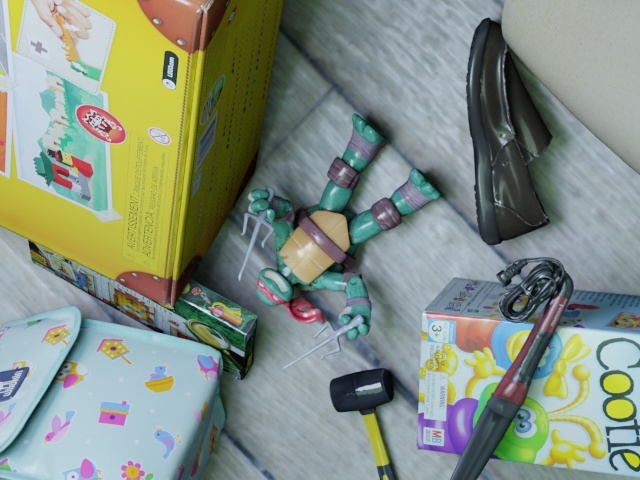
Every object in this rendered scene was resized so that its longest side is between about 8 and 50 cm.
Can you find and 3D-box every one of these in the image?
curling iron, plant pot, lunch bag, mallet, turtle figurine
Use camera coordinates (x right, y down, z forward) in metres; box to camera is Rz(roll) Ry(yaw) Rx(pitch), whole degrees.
[{"bbox_3d":[0.161,0.136,1.818,0.068,0.035,0.274,23,107,15],"label":"curling iron"},{"bbox_3d":[0.307,-0.173,1.767,0.274,0.256,0.257,30,109,24],"label":"plant pot"},{"bbox_3d":[-0.251,0.193,1.993,0.262,0.223,0.160,16,140,10],"label":"lunch bag"},{"bbox_3d":[0.053,0.222,2.025,0.062,0.039,0.190,-5,105,16],"label":"mallet"},{"bbox_3d":[0.000,0.000,1.946,0.175,0.118,0.234,41,95,-11],"label":"turtle figurine"}]

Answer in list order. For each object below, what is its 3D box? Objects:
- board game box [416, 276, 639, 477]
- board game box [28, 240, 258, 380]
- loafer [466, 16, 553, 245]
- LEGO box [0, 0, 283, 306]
[{"bbox_3d":[0.243,0.131,1.888,0.275,0.144,0.142,5,104,16],"label":"board game box"},{"bbox_3d":[-0.183,0.048,2.009,0.259,0.136,0.030,28,65,9],"label":"board game box"},{"bbox_3d":[0.183,-0.106,1.896,0.078,0.080,0.220,-4,106,7],"label":"loafer"},{"bbox_3d":[-0.239,-0.201,1.776,0.372,0.193,0.500,26,150,7],"label":"LEGO box"}]
